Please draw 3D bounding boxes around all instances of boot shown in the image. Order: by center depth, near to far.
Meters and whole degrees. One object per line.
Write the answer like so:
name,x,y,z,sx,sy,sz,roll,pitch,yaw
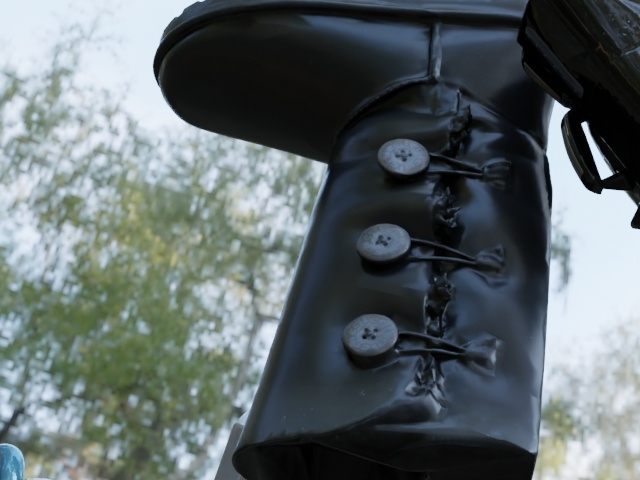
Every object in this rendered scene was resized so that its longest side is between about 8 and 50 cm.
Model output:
boot,0.002,0.000,1.142,0.367,0.445,0.146,-3,-36,18

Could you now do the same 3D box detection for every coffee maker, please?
coffee maker,0.240,-0.128,1.067,0.120,0.178,0.171,-4,-39,-40

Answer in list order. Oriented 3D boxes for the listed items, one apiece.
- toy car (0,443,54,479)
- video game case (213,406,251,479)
toy car,-0.269,0.211,1.062,0.159,0.182,0.136,-35,-98,49
video game case,-0.083,0.259,1.454,0.026,0.206,0.227,22,-78,9
